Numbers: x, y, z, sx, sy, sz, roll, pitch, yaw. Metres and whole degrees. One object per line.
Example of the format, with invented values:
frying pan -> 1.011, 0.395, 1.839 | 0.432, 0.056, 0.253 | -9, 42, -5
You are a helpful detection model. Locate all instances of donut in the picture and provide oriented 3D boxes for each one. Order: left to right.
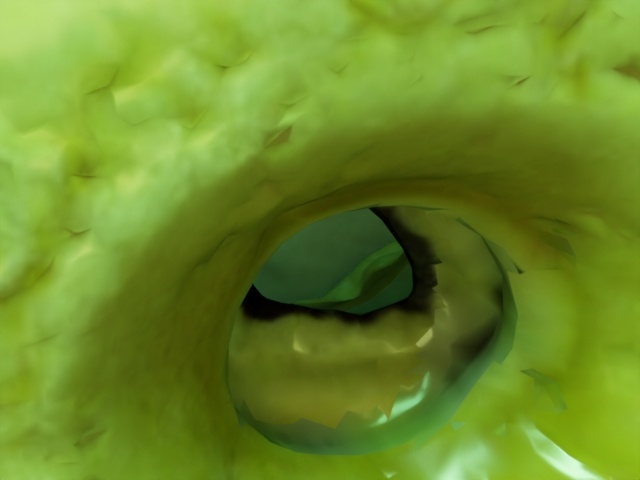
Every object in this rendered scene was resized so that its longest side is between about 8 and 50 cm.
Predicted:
donut -> 0.000, 0.000, 0.521 | 0.449, 0.198, 0.448 | -7, 118, -14
